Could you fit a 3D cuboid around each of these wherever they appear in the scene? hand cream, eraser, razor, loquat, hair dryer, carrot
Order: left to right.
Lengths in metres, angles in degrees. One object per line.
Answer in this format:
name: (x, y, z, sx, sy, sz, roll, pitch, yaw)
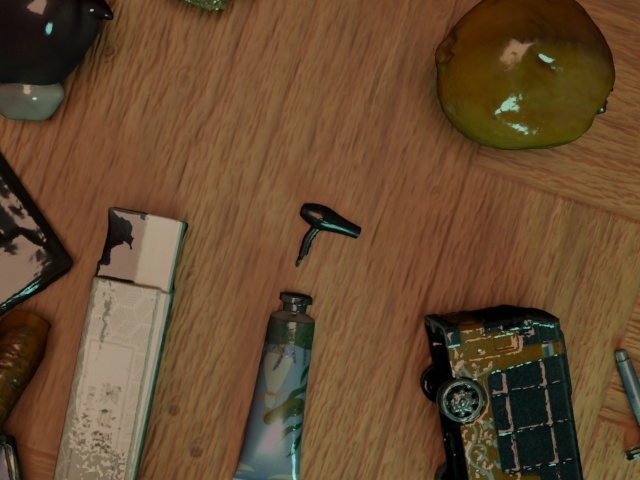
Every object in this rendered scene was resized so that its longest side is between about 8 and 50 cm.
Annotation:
carrot: (-0.390, 0.202, 1.200, 0.070, 0.070, 0.260, 23, 65, -3)
eraser: (-0.242, 0.165, 1.229, 0.096, 0.098, 0.403, 11, 90, -3)
hand cream: (-0.047, 0.191, 1.270, 0.088, 0.055, 0.255, 10, 97, 1)
hair dryer: (0.000, 0.000, 1.281, 0.079, 0.031, 0.083, 25, 103, -12)
loquat: (0.241, -0.195, 1.215, 0.234, 0.176, 0.187, 5, 133, -21)
razor: (0.397, 0.202, 1.300, 0.068, 0.040, 0.135, -17, 85, -3)

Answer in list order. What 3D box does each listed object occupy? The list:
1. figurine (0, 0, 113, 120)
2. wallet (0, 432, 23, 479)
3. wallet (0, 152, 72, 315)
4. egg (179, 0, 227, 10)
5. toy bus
figurine: (-0.337, -0.348, 1.203, 0.218, 0.206, 0.364, 26, 64, -25)
wallet: (-0.457, 0.308, 1.241, 0.202, 0.059, 0.141, -8, 92, -4)
wallet: (-0.431, -0.023, 1.245, 0.169, 0.052, 0.245, -35, 90, -5)
egg: (-0.139, -0.336, 1.224, 0.140, 0.118, 0.116, 7, 48, 6)
toy bus: (0.217, 0.216, 1.237, 0.167, 0.138, 0.275, -11, 93, -4)
